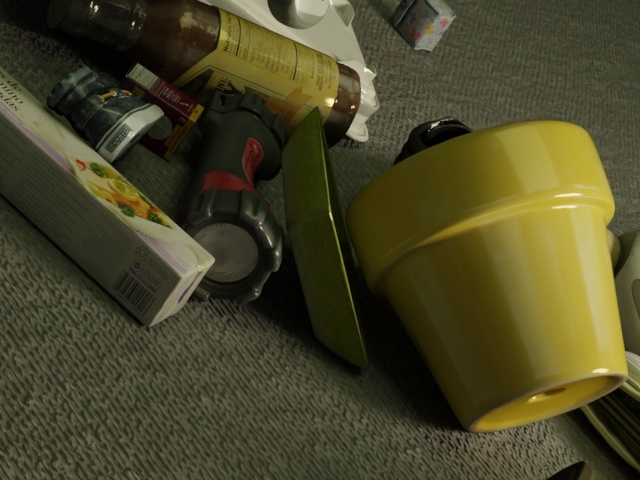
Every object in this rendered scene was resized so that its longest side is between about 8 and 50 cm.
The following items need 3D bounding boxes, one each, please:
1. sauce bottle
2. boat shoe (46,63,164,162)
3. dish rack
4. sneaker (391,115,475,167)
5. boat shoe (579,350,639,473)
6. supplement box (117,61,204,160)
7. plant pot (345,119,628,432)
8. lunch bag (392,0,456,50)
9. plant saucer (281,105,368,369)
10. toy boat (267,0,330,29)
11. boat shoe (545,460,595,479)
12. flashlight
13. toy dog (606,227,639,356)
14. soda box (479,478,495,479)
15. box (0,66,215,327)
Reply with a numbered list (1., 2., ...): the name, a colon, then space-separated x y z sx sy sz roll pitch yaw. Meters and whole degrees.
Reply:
1. sauce bottle: -0.123 -0.195 1.604 0.344 0.111 0.111 20 31 -27
2. boat shoe: -0.197 -0.122 1.383 0.083 0.065 0.183 44 2 -5
3. dish rack: -0.057 -0.284 1.806 0.333 0.072 0.285 34 24 -28
4. sneaker: 0.149 -0.069 1.689 0.104 0.147 0.295 41 25 12
5. boat shoe: 0.364 0.226 1.537 0.094 0.109 0.302 1 34 -47
6. supplement box: -0.167 -0.129 1.501 0.083 0.055 0.043 33 26 -6
7. plant pot: 0.177 0.046 1.441 0.254 0.254 0.239 3 63 -48
8. lunch bag: 0.143 -0.327 2.186 0.053 0.071 0.083 -1 47 -46
9. plant saucer: 0.000 0.000 1.418 0.045 0.188 0.188 -12 34 4
10. toy boat: -0.138 -0.314 1.547 0.318 0.148 0.267 9 12 -6
11. boat shoe: 0.156 0.285 1.121 0.104 0.110 0.307 48 40 -2
12. flashlight: -0.077 -0.049 1.443 0.103 0.103 0.304 1 24 4
13. toy dog: 0.415 0.079 1.758 0.220 0.161 0.334 10 37 -42
14. soda box: 0.176 0.286 1.246 0.061 0.058 0.181 13 35 -39
15. box: -0.233 -0.059 1.294 0.324 0.067 0.063 41 26 9
